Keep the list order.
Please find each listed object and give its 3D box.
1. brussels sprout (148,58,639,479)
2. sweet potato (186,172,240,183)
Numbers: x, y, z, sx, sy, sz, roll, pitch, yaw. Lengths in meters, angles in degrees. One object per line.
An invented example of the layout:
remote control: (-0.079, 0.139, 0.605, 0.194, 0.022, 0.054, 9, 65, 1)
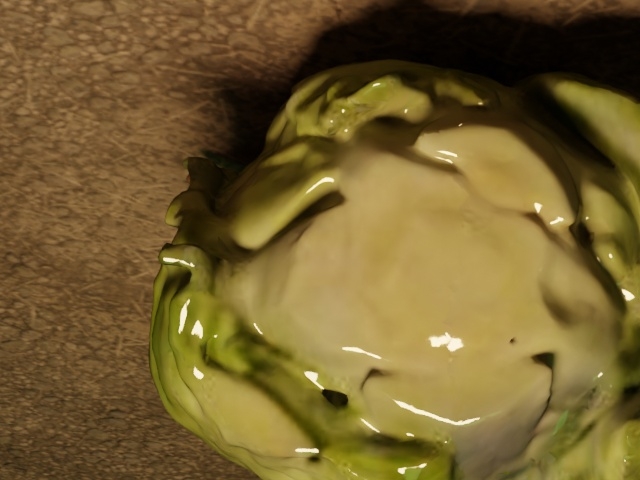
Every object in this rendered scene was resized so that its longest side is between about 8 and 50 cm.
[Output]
brussels sprout: (0.095, 0.046, 1.421, 0.425, 0.342, 0.361, 7, 179, 9)
sweet potato: (0.000, 0.000, 1.621, 0.067, 0.059, 0.281, 10, 158, 42)
